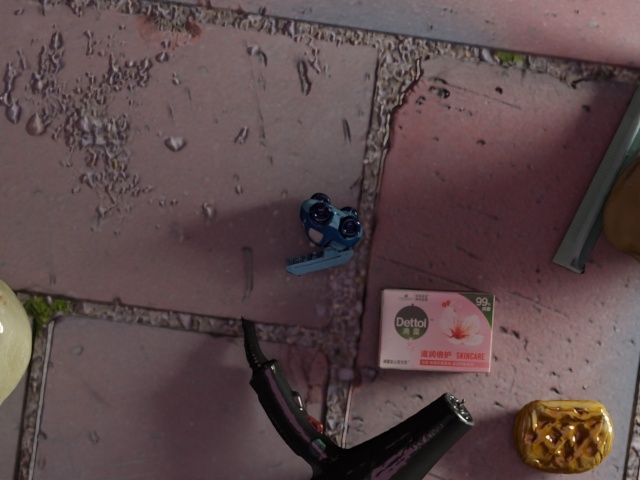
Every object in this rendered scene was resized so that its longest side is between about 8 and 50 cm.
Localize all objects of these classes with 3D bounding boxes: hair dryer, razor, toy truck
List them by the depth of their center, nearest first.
[{"bbox_3d":[0.006,0.178,1.490,0.235,0.091,0.271,-42,86,14],"label":"hair dryer"},{"bbox_3d":[0.000,0.000,1.509,0.073,0.056,0.090,27,103,-9],"label":"toy truck"},{"bbox_3d":[0.331,-0.092,1.524,0.111,0.056,0.278,26,97,-39],"label":"razor"}]

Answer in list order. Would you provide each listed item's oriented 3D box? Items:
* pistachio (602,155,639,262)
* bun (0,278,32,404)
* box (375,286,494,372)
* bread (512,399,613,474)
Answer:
[{"bbox_3d":[0.434,-0.042,1.467,0.293,0.162,0.181,-14,106,-7],"label":"pistachio"},{"bbox_3d":[-0.417,0.115,1.448,0.229,0.145,0.229,0,95,-2],"label":"bun"},{"bbox_3d":[0.124,0.097,1.519,0.125,0.043,0.089,2,91,-3],"label":"box"},{"bbox_3d":[0.265,0.214,1.529,0.111,0.044,0.083,1,95,-1],"label":"bread"}]
